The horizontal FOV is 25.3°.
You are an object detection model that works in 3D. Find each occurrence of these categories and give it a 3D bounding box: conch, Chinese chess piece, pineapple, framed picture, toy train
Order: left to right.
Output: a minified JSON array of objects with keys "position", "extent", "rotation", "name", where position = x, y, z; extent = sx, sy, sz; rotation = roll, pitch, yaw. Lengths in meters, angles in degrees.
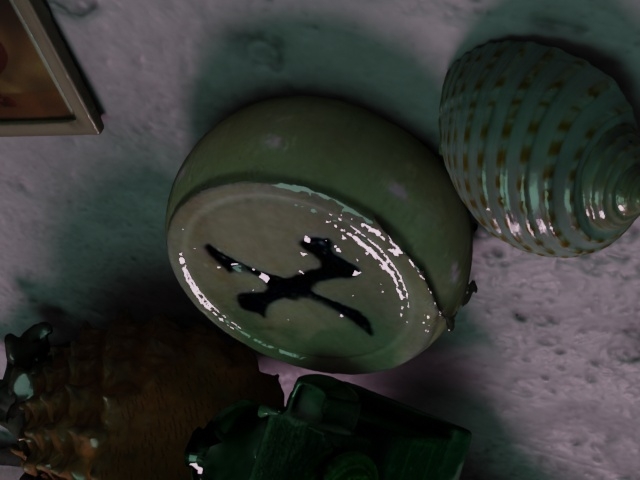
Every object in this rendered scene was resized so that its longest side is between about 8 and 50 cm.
[{"position":[-0.302,-0.190,1.047],"extent":[0.211,0.020,0.290],"rotation":[1,135,26],"name":"framed picture"},{"position":[-0.194,0.166,1.263],"extent":[0.357,0.223,0.223],"rotation":[5,141,51],"name":"pineapple"},{"position":[-0.014,0.232,1.094],"extent":[0.145,0.266,0.202],"rotation":[19,-177,37],"name":"toy train"},{"position":[0.000,0.000,1.042],"extent":[0.237,0.092,0.238],"rotation":[14,139,13],"name":"Chinese chess piece"},{"position":[0.137,-0.055,0.907],"extent":[0.153,0.102,0.135],"rotation":[11,124,18],"name":"conch"}]

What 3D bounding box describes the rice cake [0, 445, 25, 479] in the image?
[{"position":[-0.319,0.249,1.523],"extent":[0.269,0.049,0.055],"rotation":[-4,111,31],"name":"rice cake"}]
